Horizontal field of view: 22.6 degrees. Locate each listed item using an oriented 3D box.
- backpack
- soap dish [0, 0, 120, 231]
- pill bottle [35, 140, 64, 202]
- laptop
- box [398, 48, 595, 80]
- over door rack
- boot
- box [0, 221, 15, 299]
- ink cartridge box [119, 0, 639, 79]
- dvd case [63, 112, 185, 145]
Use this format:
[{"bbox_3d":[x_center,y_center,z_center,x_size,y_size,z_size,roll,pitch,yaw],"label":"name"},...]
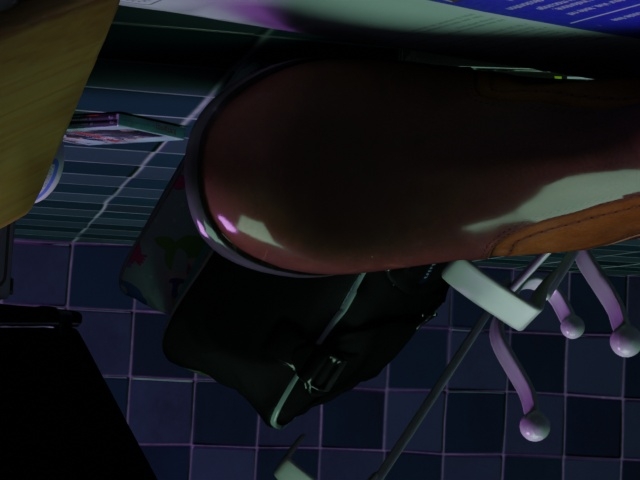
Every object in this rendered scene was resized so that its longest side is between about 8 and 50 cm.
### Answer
[{"bbox_3d":[0.000,0.000,1.078,0.191,0.225,0.253,34,-170,18],"label":"backpack"},{"bbox_3d":[-0.247,-0.051,0.513,0.290,0.118,0.229,13,-154,24],"label":"soap dish"},{"bbox_3d":[-0.276,-0.073,1.276,0.078,0.078,0.137,0,175,32],"label":"pill bottle"},{"bbox_3d":[-0.264,0.150,0.984,0.408,0.236,0.382,5,177,8],"label":"laptop"},{"bbox_3d":[0.144,-0.097,0.894,0.184,0.045,0.190,5,177,9],"label":"box"},{"bbox_3d":[0.143,0.051,1.017,0.324,0.108,0.239,-32,163,-46],"label":"over door rack"},{"bbox_3d":[0.123,-0.031,0.599,0.264,0.096,0.280,7,174,-39],"label":"boot"},{"bbox_3d":[-0.294,-0.059,0.857,0.087,0.169,0.290,0,176,37],"label":"box"},{"bbox_3d":[0.067,-0.111,0.609,0.332,0.065,0.165,6,175,-28],"label":"ink cartridge box"},{"bbox_3d":[-0.189,-0.095,1.371,0.119,0.013,0.087,1,176,34],"label":"dvd case"}]
